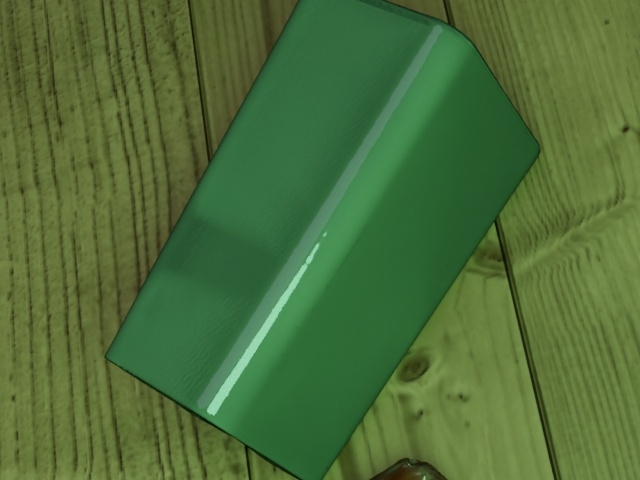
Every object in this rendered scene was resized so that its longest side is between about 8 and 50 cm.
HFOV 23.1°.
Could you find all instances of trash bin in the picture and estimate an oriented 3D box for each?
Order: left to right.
[{"bbox_3d":[0.000,0.000,1.247,0.158,0.223,0.343,28,82,33],"label":"trash bin"}]

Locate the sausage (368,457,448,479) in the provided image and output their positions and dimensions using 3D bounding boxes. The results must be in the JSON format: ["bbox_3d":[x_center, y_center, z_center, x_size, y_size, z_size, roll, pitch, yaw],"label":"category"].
[{"bbox_3d":[-0.026,0.347,1.157,0.094,0.094,0.419,33,81,4],"label":"sausage"}]
